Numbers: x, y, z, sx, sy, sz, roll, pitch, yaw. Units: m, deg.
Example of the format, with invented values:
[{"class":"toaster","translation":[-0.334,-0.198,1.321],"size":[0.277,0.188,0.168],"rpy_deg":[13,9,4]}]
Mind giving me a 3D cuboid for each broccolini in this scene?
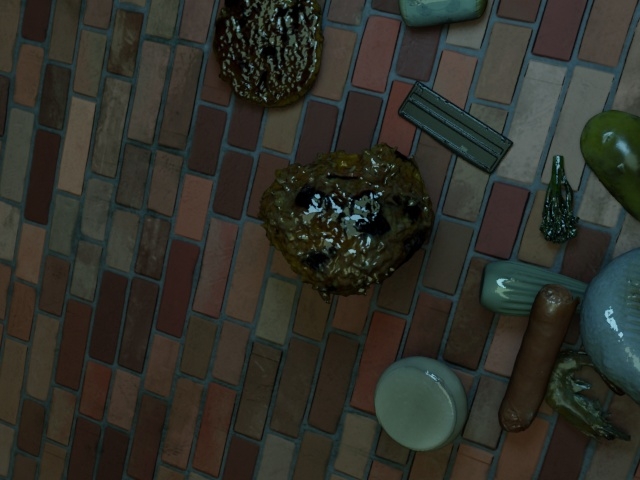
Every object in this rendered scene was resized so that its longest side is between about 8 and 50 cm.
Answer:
[{"class":"broccolini","translation":[0.537,-0.091,1.594],"size":[0.091,0.068,0.202],"rpy_deg":[-6,95,38]}]

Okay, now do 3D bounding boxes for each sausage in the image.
[{"class":"sausage","translation":[0.487,0.281,1.588],"size":[0.094,0.094,0.418],"rpy_deg":[-4,122,-18]}]

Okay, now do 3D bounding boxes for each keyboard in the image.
[{"class":"keyboard","translation":[0.360,-0.239,1.651],"size":[0.381,0.041,0.103],"rpy_deg":[38,108,17]}]

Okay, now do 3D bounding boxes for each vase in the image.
[{"class":"vase","translation":[0.496,0.118,1.610],"size":[0.248,0.128,0.128],"rpy_deg":[8,100,9]}]

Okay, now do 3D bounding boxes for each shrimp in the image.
[{"class":"shrimp","translation":[0.631,0.359,1.634],"size":[0.253,0.058,0.173],"rpy_deg":[32,97,15]}]

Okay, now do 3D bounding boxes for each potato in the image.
[{"class":"potato","translation":[0.682,-0.167,1.513],"size":[0.160,0.111,0.271],"rpy_deg":[-38,84,21]}]

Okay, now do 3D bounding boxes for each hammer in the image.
[{"class":"hammer","translation":[0.274,-0.647,1.588],"size":[0.202,0.113,0.305],"rpy_deg":[-2,92,16]}]

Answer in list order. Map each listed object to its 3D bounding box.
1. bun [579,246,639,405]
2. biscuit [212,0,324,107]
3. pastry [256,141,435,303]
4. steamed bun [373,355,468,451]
[{"class":"bun","translation":[0.714,0.185,1.466],"size":[0.362,0.211,0.361],"rpy_deg":[-1,65,1]},{"class":"biscuit","translation":[-0.127,-0.502,1.748],"size":[0.289,0.081,0.334],"rpy_deg":[11,105,16]},{"class":"pastry","translation":[0.067,-0.041,1.599],"size":[0.405,0.292,0.337],"rpy_deg":[-12,72,-6]},{"class":"steamed bun","translation":[0.252,0.393,1.711],"size":[0.232,0.145,0.231],"rpy_deg":[2,95,29]}]
